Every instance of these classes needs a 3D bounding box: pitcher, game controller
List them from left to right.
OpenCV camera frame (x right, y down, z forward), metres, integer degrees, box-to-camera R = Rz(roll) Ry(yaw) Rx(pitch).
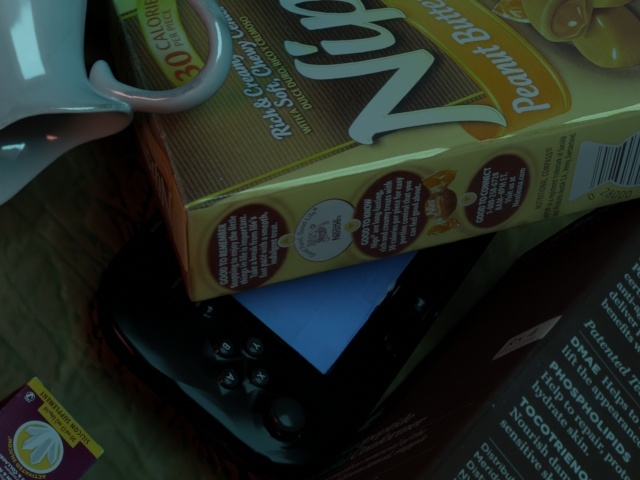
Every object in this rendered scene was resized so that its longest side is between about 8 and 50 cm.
[{"bbox_3d":[-0.151,-0.141,0.864,0.177,0.125,0.207,-20,79,2],"label":"pitcher"},{"bbox_3d":[0.000,0.000,0.994,0.166,0.067,0.319,46,47,-8],"label":"game controller"}]

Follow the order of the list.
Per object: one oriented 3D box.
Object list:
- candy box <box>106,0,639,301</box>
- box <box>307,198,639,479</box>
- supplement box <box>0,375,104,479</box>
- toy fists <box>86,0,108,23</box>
[{"bbox_3d":[0.052,-0.091,0.948,0.316,0.087,0.183,-13,52,-13],"label":"candy box"},{"bbox_3d":[0.127,0.114,0.945,0.143,0.191,0.381,52,47,-2],"label":"box"},{"bbox_3d":[-0.158,0.117,0.827,0.055,0.043,0.083,48,48,-8],"label":"supplement box"},{"bbox_3d":[-0.091,-0.265,0.982,0.142,0.096,0.279,8,96,-20],"label":"toy fists"}]
